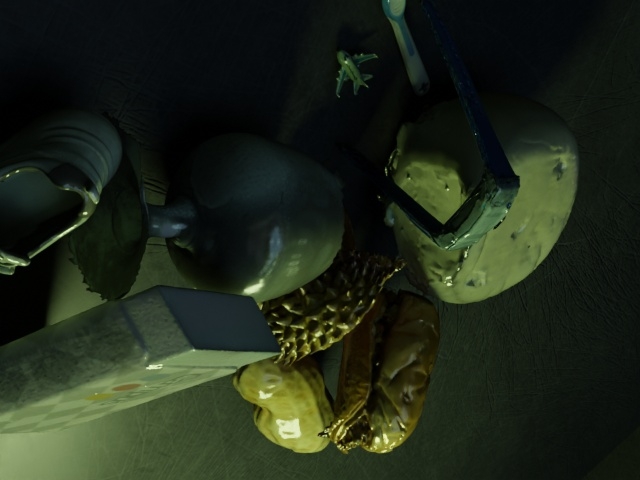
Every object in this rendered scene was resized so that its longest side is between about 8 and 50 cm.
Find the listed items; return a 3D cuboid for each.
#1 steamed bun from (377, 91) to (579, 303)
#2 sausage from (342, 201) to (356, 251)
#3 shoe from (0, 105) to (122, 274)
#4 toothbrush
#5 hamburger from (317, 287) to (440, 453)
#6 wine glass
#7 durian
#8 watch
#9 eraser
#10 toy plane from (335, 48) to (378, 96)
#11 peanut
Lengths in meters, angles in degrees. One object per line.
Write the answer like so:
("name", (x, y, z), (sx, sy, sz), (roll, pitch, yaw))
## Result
("steamed bun", (0.252, -0.083, 1.449), (0.312, 0.233, 0.334), (-9, 126, -43))
("sausage", (0.002, 0.001, 1.391), (0.109, 0.109, 0.270), (-35, 143, -15))
("shoe", (-0.350, -0.020, 0.923), (0.316, 0.159, 0.124), (-27, 127, 4))
("toothbrush", (0.106, -0.327, 1.247), (0.040, 0.040, 0.386), (-41, 143, -7))
("hamburger", (0.098, 0.217, 1.482), (0.318, 0.158, 0.319), (15, 90, -87))
("wine glass", (-0.136, -0.031, 1.132), (0.323, 0.238, 0.238), (-2, 125, -44))
("durian", (-0.037, 0.083, 1.340), (0.260, 0.186, 0.154), (-50, 180, 39))
("watch", (0.174, -0.151, 1.247), (0.068, 0.274, 0.276), (-8, 137, -44))
("eraser", (-0.268, 0.155, 1.102), (0.397, 0.082, 0.213), (-22, 161, 27))
("toy plane", (0.043, -0.244, 1.266), (0.080, 0.033, 0.083), (-45, 136, -1))
("peanut", (-0.058, 0.267, 1.548), (0.147, 0.147, 0.305), (-35, 140, -15))
